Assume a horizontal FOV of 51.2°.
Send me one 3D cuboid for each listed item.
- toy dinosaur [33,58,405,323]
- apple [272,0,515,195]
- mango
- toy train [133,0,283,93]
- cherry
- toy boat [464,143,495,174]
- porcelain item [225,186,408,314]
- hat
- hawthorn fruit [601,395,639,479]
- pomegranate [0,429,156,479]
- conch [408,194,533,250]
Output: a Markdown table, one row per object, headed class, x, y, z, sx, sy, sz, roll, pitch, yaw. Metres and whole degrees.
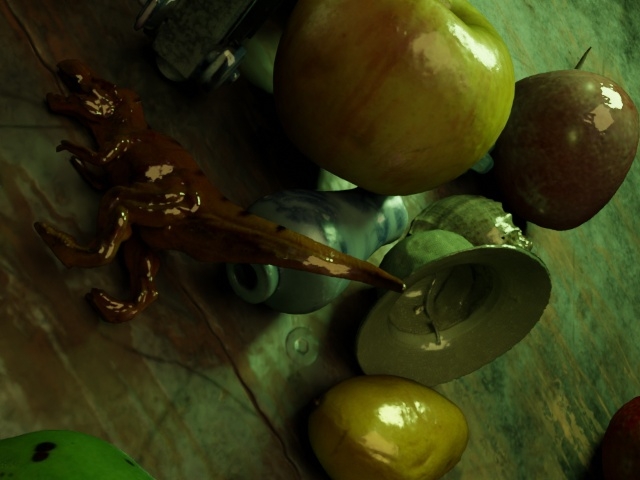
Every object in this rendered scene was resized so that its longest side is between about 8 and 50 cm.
| class | x | y | z | sx | sy | sz | roll | pitch | yaw |
| --- | --- | --- | --- | --- | --- | --- | --- | --- | --- |
| toy dinosaur | -0.151 | -0.009 | 0.658 | 0.432 | 0.097 | 0.208 | 40 | 73 | 11 |
| apple | 0.079 | -0.187 | 0.779 | 0.286 | 0.233 | 0.286 | 28 | 32 | -20 |
| mango | 0.089 | 0.232 | 0.788 | 0.227 | 0.109 | 0.147 | 11 | 45 | -33 |
| toy train | -0.074 | -0.295 | 0.724 | 0.131 | 0.300 | 0.202 | 42 | 48 | -16 |
| cherry | 0.370 | -0.160 | 1.038 | 0.213 | 0.236 | 0.285 | 12 | 100 | 5 |
| toy boat | 0.177 | -0.188 | 1.016 | 0.215 | 0.088 | 0.102 | 36 | 23 | -21 |
| porcelain item | 0.000 | 0.000 | 0.788 | 0.259 | 0.141 | 0.141 | -23 | 90 | -48 |
| hat | 0.147 | 0.061 | 0.852 | 0.257 | 0.257 | 0.130 | 16 | 35 | -32 |
| hawthorn fruit | 0.565 | 0.404 | 0.997 | 0.285 | 0.285 | 0.368 | -3 | 100 | -37 |
| pomegranate | -0.210 | 0.262 | 0.487 | 0.254 | 0.270 | 0.254 | -2 | 74 | 5 |
| conch | 0.218 | 0.001 | 0.980 | 0.207 | 0.130 | 0.155 | -2 | 41 | -14 |
